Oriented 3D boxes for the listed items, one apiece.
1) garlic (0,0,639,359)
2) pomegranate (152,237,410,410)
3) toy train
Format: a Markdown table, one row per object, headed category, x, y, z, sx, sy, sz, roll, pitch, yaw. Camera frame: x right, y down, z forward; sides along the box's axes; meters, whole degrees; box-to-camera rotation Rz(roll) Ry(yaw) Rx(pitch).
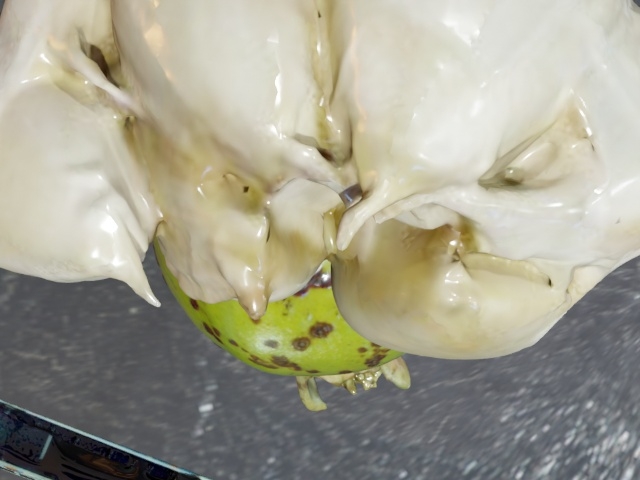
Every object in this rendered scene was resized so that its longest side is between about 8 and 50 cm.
| category | x | y | z | sx | sy | sz | roll | pitch | yaw |
| --- | --- | --- | --- | --- | --- | --- | --- | --- | --- |
| garlic | 0.005 | -0.054 | 0.595 | 0.281 | 0.203 | 0.185 | 14 | 112 | -1 |
| pomegranate | 0.012 | -0.002 | 0.995 | 0.198 | 0.246 | 0.198 | -23 | 47 | 26 |
| toy train | -0.152 | 0.161 | 1.166 | 0.207 | 0.047 | 0.043 | 20 | 71 | 0 |
